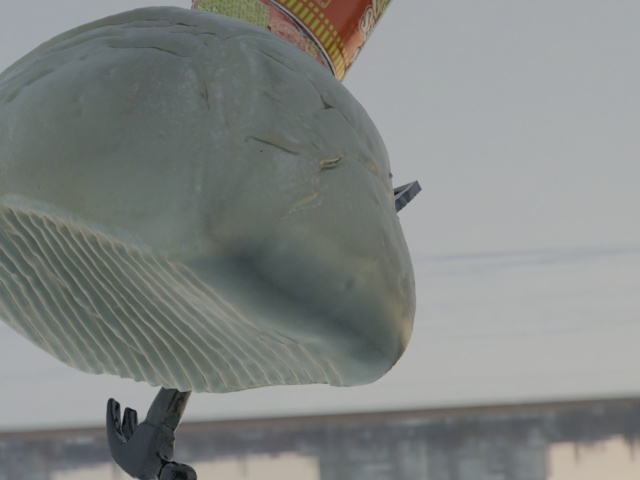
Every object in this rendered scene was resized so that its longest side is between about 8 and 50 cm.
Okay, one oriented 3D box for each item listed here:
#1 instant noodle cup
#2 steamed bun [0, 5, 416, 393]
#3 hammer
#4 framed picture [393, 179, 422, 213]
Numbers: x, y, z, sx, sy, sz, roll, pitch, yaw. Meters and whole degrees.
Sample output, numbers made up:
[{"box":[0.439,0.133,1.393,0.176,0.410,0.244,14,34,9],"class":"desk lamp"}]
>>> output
[{"box":[-0.003,-0.274,1.871,0.193,0.212,0.193,31,155,16],"class":"instant noodle cup"},{"box":[-0.097,-0.043,1.226,0.383,0.236,0.247,0,147,46],"class":"steamed bun"},{"box":[-0.098,0.058,1.886,0.044,0.440,0.168,33,171,-37],"class":"hammer"},{"box":[0.000,-0.001,2.058,0.192,0.018,0.265,-19,-170,25],"class":"framed picture"}]
